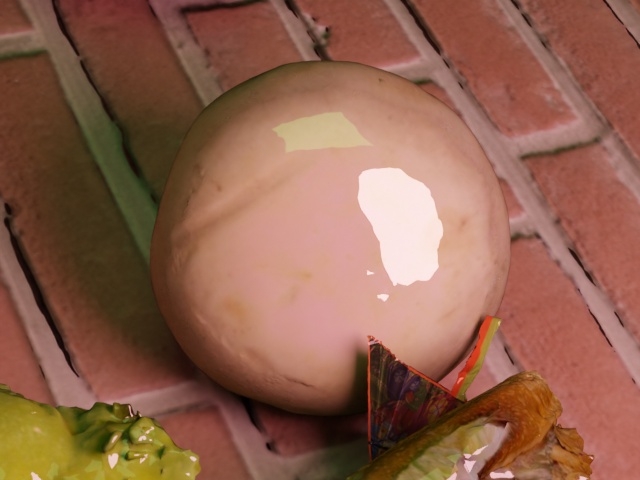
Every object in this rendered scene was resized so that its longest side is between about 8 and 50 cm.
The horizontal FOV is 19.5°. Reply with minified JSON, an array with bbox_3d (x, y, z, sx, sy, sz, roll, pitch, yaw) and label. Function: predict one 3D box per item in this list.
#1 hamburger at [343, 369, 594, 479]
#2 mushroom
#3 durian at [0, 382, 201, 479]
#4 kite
[{"bbox_3d":[0.090,0.191,1.101,0.288,0.192,0.168,-27,81,-32],"label":"hamburger"},{"bbox_3d":[0.000,0.000,1.272,0.246,0.246,0.202,-6,5,-18],"label":"mushroom"},{"bbox_3d":[-0.251,0.183,1.039,0.339,0.205,0.256,-13,12,-23],"label":"durian"},{"bbox_3d":[0.077,0.119,1.228,0.159,0.190,0.010,-55,40,-1],"label":"kite"}]
